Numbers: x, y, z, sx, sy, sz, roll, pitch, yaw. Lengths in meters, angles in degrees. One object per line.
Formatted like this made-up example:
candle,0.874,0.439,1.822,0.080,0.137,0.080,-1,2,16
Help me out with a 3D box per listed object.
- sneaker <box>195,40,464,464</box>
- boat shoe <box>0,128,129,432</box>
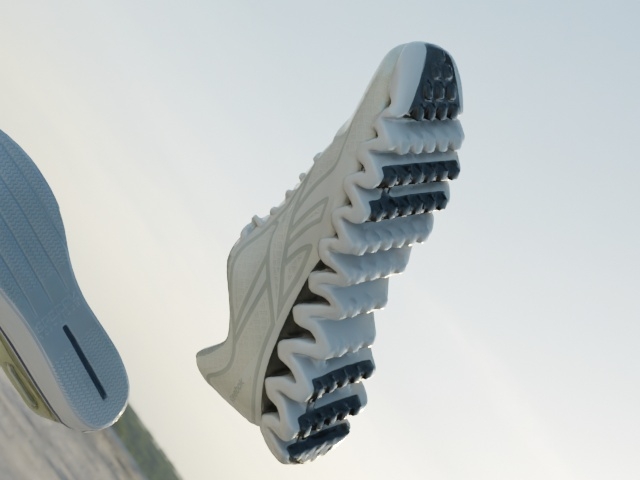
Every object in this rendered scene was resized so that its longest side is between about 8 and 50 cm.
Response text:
sneaker,0.000,0.000,0.752,0.118,0.292,0.110,32,17,31
boat shoe,-0.273,0.041,1.006,0.094,0.109,0.302,-9,-71,36
